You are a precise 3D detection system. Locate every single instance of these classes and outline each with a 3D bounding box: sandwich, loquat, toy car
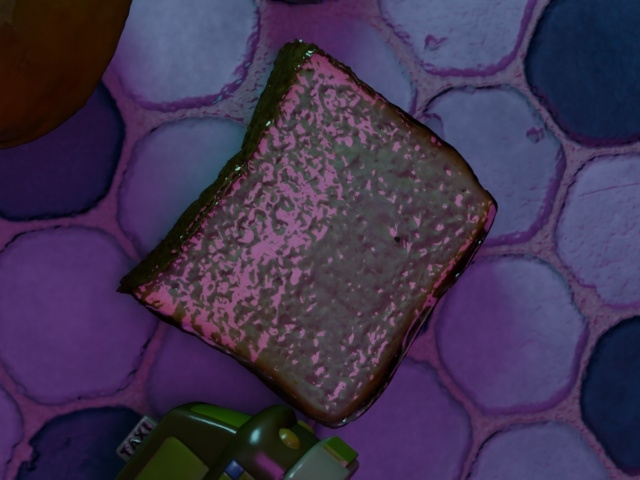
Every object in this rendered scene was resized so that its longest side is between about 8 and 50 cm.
[{"bbox_3d":[0.000,0.000,1.570,0.271,0.099,0.301,38,81,-22],"label":"sandwich"},{"bbox_3d":[-0.285,-0.222,1.393,0.284,0.276,0.276,-46,104,-13],"label":"loquat"},{"bbox_3d":[-0.105,0.246,1.515,0.198,0.204,0.248,38,97,7],"label":"toy car"}]

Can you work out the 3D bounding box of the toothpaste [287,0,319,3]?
[{"bbox_3d":[0.011,-0.412,1.571,0.125,0.080,0.371,17,81,-14],"label":"toothpaste"}]
